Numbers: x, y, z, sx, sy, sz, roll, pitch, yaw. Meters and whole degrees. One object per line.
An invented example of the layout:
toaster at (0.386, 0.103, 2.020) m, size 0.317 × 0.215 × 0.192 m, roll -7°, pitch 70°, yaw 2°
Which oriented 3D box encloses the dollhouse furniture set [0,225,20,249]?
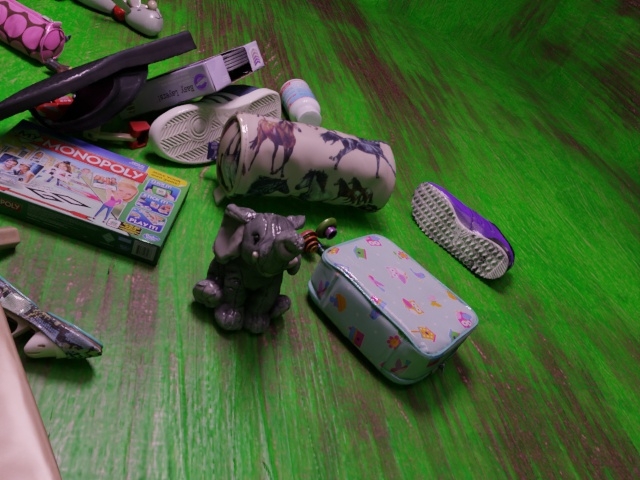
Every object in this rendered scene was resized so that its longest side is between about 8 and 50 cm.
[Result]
dollhouse furniture set at (-0.486, 0.025, 0.821) m, size 0.081 × 0.091 × 0.114 m, roll -11°, pitch 4°, yaw 14°

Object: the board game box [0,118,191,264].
board game box at (-0.401, -0.088, 0.997) m, size 0.317 × 0.046 × 0.214 m, roll 20°, pitch 35°, yaw -11°

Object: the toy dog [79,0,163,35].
toy dog at (-0.582, -0.703, 1.591) m, size 0.333 × 0.161 × 0.220 m, roll 14°, pitch 36°, yaw -19°

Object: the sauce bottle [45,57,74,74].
sauce bottle at (-0.537, -0.351, 1.258) m, size 0.128 × 0.042 × 0.042 m, roll 35°, pitch 34°, yaw 8°

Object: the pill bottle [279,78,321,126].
pill bottle at (-0.051, -0.360, 1.566) m, size 0.087 × 0.087 × 0.160 m, roll 7°, pitch 38°, yaw -27°

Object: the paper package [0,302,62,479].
paper package at (-0.426, 0.183, 0.507) m, size 0.309 × 0.168 × 0.325 m, roll -10°, pitch 49°, yaw -40°

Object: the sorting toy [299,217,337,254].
sorting toy at (0.000, 0.000, 1.145) m, size 0.101 × 0.061 × 0.042 m, roll -27°, pitch 58°, yaw -24°

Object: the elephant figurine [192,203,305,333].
elephant figurine at (-0.086, 0.015, 0.900) m, size 0.186 × 0.240 × 0.169 m, roll 42°, pitch 36°, yaw 21°

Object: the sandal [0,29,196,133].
sandal at (-0.392, -0.281, 1.080) m, size 0.167 × 0.107 × 0.445 m, roll 1°, pitch 30°, yaw 42°

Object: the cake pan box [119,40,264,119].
cake pan box at (-0.280, -0.353, 1.281) m, size 0.266 × 0.070 × 0.246 m, roll -8°, pitch 26°, yaw 26°

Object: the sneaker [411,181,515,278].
sneaker at (0.347, -0.029, 1.401) m, size 0.293 × 0.102 × 0.146 m, roll 48°, pitch 34°, yaw 21°

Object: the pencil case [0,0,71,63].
pencil case at (-0.669, -0.480, 1.289) m, size 0.209 × 0.098 × 0.095 m, roll 28°, pitch 34°, yaw 3°

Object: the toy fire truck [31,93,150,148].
toy fire truck at (-0.452, -0.233, 1.154) m, size 0.192 × 0.047 × 0.135 m, roll -17°, pitch 54°, yaw -46°

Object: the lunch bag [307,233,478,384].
lunch bag at (0.133, 0.115, 1.039) m, size 0.279 × 0.108 × 0.224 m, roll 44°, pitch 34°, yaw 22°

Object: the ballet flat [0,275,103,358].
ballet flat at (-0.371, 0.113, 0.747) m, size 0.188 × 0.070 × 0.070 m, roll 30°, pitch 34°, yaw 7°

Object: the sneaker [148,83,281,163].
sneaker at (-0.251, -0.265, 1.290) m, size 0.148 × 0.131 × 0.350 m, roll 23°, pitch 33°, yaw 34°

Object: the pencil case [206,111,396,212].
pencil case at (-0.024, -0.150, 1.227) m, size 0.409 × 0.184 × 0.160 m, roll 4°, pitch 45°, yaw -34°
